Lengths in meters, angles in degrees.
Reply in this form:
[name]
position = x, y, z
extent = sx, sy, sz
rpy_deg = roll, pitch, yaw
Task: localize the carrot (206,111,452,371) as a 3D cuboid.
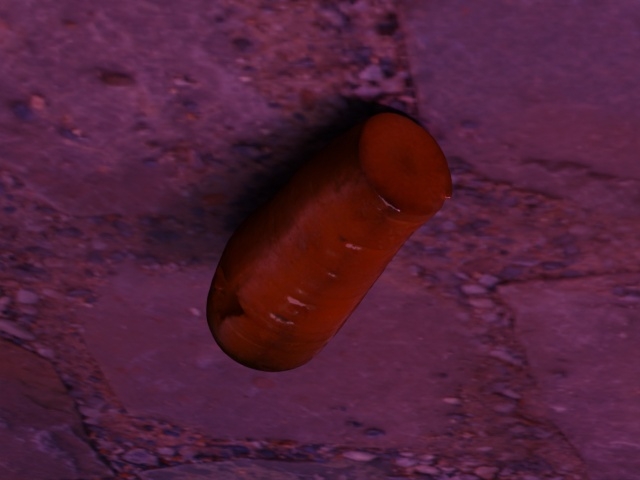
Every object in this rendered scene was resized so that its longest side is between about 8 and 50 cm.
[carrot]
position = 0.000, 0.000, 1.039
extent = 0.087, 0.087, 0.193
rpy_deg = 19, 137, -18
